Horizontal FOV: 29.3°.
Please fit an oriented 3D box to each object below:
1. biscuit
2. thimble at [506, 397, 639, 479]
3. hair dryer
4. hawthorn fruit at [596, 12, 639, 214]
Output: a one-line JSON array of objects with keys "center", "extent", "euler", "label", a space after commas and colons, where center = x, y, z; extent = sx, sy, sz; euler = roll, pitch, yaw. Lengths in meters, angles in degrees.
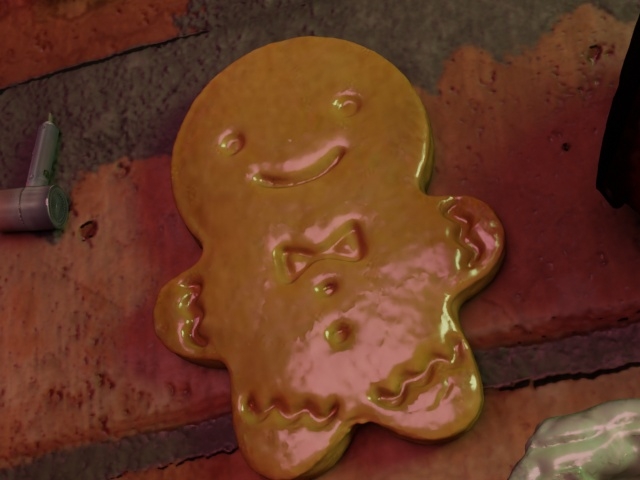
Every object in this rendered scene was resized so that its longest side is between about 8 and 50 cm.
[{"center": [-0.001, -0.001, 0.931], "extent": [0.275, 0.052, 0.355], "euler": [-13, 67, 9], "label": "biscuit"}, {"center": [0.209, 0.206, 0.739], "extent": [0.237, 0.150, 0.237], "euler": [-6, 67, 14], "label": "thimble"}, {"center": [-0.242, -0.060, 1.030], "extent": [0.063, 0.037, 0.114], "euler": [-3, 61, 15], "label": "hair dryer"}, {"center": [0.310, -0.081, 0.798], "extent": [0.250, 0.215, 0.215], "euler": [31, 80, 25], "label": "hawthorn fruit"}]
